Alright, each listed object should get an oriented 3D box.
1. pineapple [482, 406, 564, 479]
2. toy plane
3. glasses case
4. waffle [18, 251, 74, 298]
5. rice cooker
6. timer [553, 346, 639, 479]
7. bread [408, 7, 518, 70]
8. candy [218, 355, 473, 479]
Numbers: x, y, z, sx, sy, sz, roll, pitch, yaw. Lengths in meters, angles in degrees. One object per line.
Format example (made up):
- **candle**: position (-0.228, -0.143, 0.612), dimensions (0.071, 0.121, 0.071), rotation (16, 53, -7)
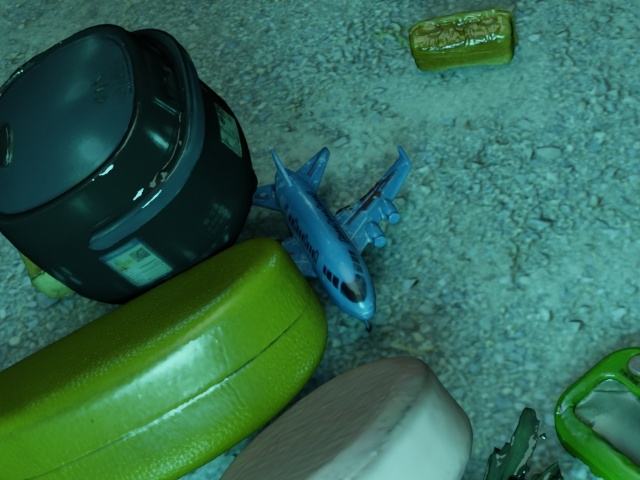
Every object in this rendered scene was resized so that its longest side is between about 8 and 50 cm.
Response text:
- **pineapple**: position (0.099, 0.287, 0.928), dimensions (0.165, 0.165, 0.364), rotation (21, 58, 33)
- **toy plane**: position (0.000, 0.000, 1.253), dimensions (0.254, 0.105, 0.271), rotation (-27, 48, -4)
- **glasses case**: position (-0.166, 0.147, 1.131), dimensions (0.371, 0.141, 0.173), rotation (-29, 19, 7)
- **waffle**: position (-0.231, -0.049, 1.410), dimensions (0.274, 0.057, 0.168), rotation (-28, 46, -6)
- **rice cooker**: position (-0.199, -0.071, 1.214), dimensions (0.267, 0.224, 0.267), rotation (-18, 54, 26)
- **timer**: position (0.284, 0.163, 1.050), dimensions (0.128, 0.047, 0.140), rotation (-36, 48, -16)
- **bread**: position (0.171, -0.240, 1.429), dimensions (0.132, 0.074, 0.053), rotation (-7, 66, 15)
- **candy**: position (0.009, 0.203, 0.998), dimensions (0.255, 0.094, 0.255), rotation (-36, 10, 7)
